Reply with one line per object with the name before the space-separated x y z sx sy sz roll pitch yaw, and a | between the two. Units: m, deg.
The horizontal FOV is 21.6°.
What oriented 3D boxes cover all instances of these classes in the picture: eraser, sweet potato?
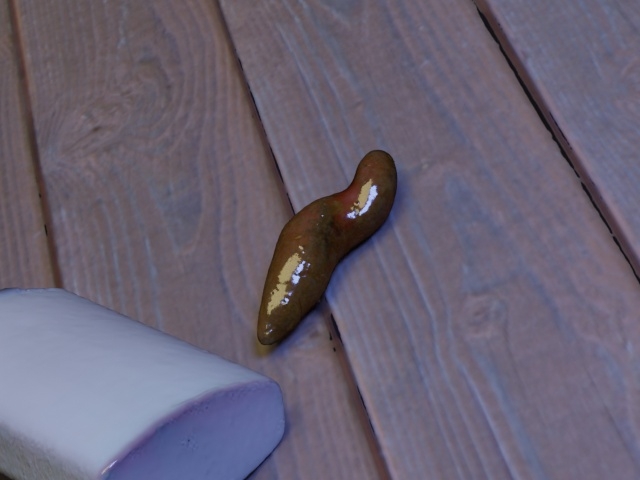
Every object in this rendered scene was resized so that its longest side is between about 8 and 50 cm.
eraser | -0.179 0.120 1.269 0.174 0.095 0.270 -27 31 -38
sweet potato | 0.001 0.000 1.332 0.202 0.058 0.055 -53 24 -23
